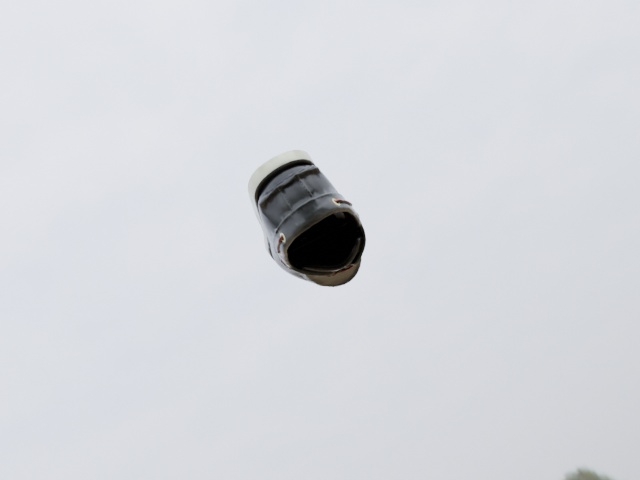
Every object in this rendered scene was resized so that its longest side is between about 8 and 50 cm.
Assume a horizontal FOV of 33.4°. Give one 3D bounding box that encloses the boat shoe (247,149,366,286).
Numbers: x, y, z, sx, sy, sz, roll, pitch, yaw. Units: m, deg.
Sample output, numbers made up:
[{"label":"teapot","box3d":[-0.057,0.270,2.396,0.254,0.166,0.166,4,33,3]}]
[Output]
[{"label":"boat shoe","box3d":[-0.002,0.001,0.541,0.049,0.042,0.133,-33,-23,-2]}]
